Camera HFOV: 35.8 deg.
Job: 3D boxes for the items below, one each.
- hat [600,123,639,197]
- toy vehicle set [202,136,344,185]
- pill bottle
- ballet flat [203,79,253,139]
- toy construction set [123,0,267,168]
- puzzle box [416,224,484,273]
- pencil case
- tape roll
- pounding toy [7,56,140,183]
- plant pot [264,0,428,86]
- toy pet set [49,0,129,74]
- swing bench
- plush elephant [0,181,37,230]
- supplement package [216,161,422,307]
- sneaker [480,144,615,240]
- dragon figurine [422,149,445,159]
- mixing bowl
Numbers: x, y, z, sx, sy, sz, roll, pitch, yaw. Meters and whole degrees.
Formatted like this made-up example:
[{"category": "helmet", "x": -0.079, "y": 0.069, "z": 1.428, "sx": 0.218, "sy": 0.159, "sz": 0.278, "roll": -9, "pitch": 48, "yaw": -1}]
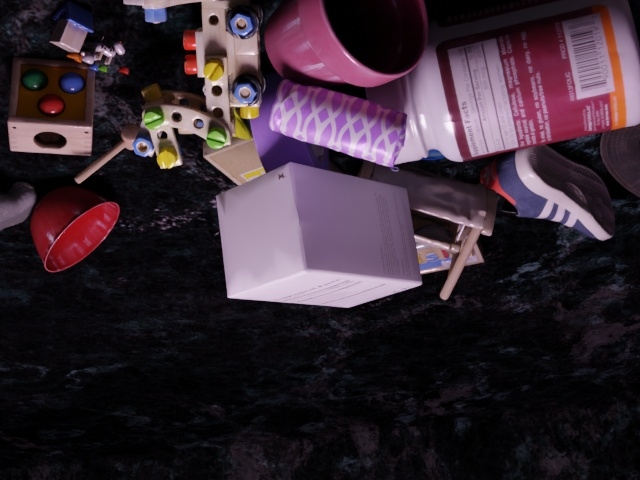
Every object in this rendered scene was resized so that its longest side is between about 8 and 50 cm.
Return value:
[{"category": "hat", "x": 0.658, "y": -0.200, "z": 1.753, "sx": 0.331, "sy": 0.134, "sz": 0.331, "roll": 5, "pitch": 137, "yaw": 5}, {"category": "toy vehicle set", "x": -0.079, "y": -0.138, "z": 1.862, "sx": 0.166, "sy": 0.035, "sz": 0.267, "roll": -17, "pitch": 150, "yaw": 22}, {"category": "pill bottle", "x": 0.275, "y": -0.245, "z": 1.515, "sx": 0.392, "sy": 0.224, "sz": 0.224, "roll": -11, "pitch": 151, "yaw": 12}, {"category": "ballet flat", "x": -0.151, "y": -0.239, "z": 1.629, "sx": 0.077, "sy": 0.077, "sz": 0.231, "roll": 6, "pitch": 155, "yaw": 8}, {"category": "toy construction set", "x": -0.192, "y": -0.265, "z": 1.457, "sx": 0.215, "sy": 0.151, "sz": 0.327, "roll": 1, "pitch": 128, "yaw": 4}, {"category": "puzzle box", "x": 0.133, "y": 0.011, "z": 2.156, "sx": 0.409, "sy": 0.052, "sz": 0.272, "roll": -13, "pitch": 150, "yaw": 15}, {"category": "pencil case", "x": 0.028, "y": -0.172, "z": 1.431, "sx": 0.206, "sy": 0.088, "sz": 0.086, "roll": 19, "pitch": 108, "yaw": 4}, {"category": "tape roll", "x": -0.049, "y": -0.184, "z": 1.617, "sx": 0.080, "sy": 0.189, "sz": 0.189, "roll": -12, "pitch": 151, "yaw": 12}, {"category": "pounding toy", "x": -0.383, "y": -0.189, "z": 1.564, "sx": 0.206, "sy": 0.181, "sz": 0.094, "roll": 2, "pitch": 151, "yaw": -13}, {"category": "plant pot", "x": 0.022, "y": -0.304, "z": 1.420, "sx": 0.201, "sy": 0.201, "sz": 0.180, "roll": 18, "pitch": 159, "yaw": -36}, {"category": "toy pet set", "x": -0.348, "y": -0.306, "z": 1.494, "sx": 0.114, "sy": 0.065, "sz": 0.122, "roll": 25, "pitch": 175, "yaw": -40}, {"category": "swing bench", "x": 0.174, "y": -0.048, "z": 1.868, "sx": 0.253, "sy": 0.165, "sz": 0.255, "roll": 19, "pitch": 143, "yaw": -2}, {"category": "plush elephant", "x": -0.723, "y": -0.040, "z": 1.759, "sx": 0.272, "sy": 0.255, "sz": 0.330, "roll": -55, "pitch": 175, "yaw": 9}, {"category": "supplement package", "x": 0.000, "y": 0.000, "z": 1.613, "sx": 0.175, "sy": 0.177, "sz": 0.293, "roll": -20, "pitch": 161, "yaw": 39}, {"category": "sneaker", "x": 0.449, "y": -0.086, "z": 1.960, "sx": 0.148, "sy": 0.131, "sz": 0.350, "roll": -20, "pitch": 143, "yaw": 40}, {"category": "dragon figurine", "x": 0.193, "y": -0.198, "z": 1.733, "sx": 0.289, "sy": 0.085, "sz": 0.144, "roll": 4, "pitch": 153, "yaw": -7}, {"category": "mixing bowl", "x": -0.483, "y": -0.038, "z": 1.888, "sx": 0.181, "sy": 0.098, "sz": 0.181, "roll": -43, "pitch": 168, "yaw": -12}]
